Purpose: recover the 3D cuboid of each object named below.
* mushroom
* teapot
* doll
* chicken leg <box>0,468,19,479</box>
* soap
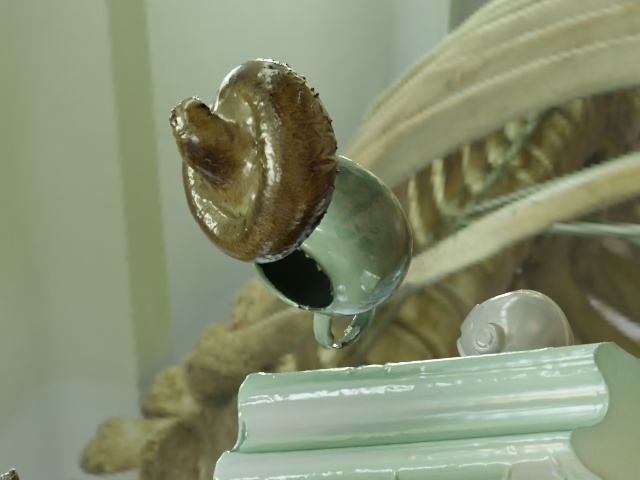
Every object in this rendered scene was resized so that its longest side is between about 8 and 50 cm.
[{"bbox_3d":[-0.038,-0.048,0.815,0.126,0.109,0.085,-42,3,45],"label":"mushroom"},{"bbox_3d":[0.000,0.000,1.435,0.129,0.193,0.294,-49,-43,-33],"label":"teapot"},{"bbox_3d":[0.212,0.153,1.161,0.287,0.151,0.151,58,173,37],"label":"doll"},{"bbox_3d":[-0.352,0.398,1.760,0.089,0.048,0.219,75,172,-80],"label":"chicken leg"},{"bbox_3d":[0.100,0.157,0.838,0.095,0.290,0.172,-75,-30,-44],"label":"soap"}]
